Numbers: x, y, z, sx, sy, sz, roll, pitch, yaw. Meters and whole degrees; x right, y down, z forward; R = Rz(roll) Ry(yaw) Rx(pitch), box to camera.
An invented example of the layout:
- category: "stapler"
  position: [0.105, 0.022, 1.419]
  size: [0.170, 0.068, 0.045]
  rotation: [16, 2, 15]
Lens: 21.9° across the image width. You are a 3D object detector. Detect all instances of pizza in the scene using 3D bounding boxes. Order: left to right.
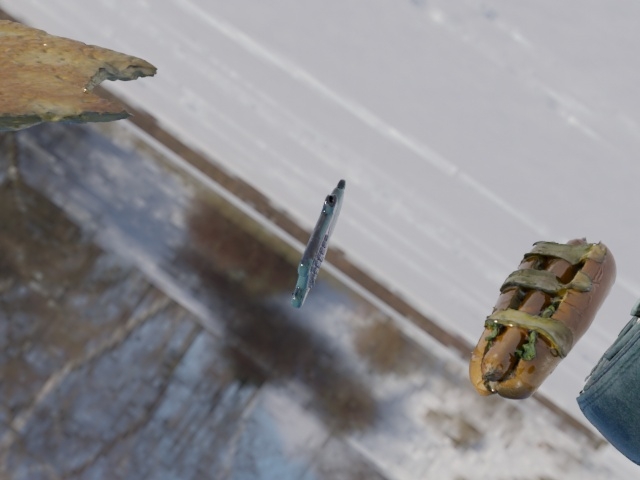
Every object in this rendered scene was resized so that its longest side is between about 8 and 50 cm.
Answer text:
- category: "pizza"
  position: [-0.269, -0.138, 1.401]
  size: [0.262, 0.034, 0.181]
  rotation: [2, -142, -8]

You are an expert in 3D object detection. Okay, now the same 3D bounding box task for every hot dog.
- category: "hot dog"
  position: [0.231, 0.077, 1.740]
  size: [0.109, 0.269, 0.072]
  rotation: [3, 124, 32]

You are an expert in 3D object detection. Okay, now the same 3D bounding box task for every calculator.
- category: "calculator"
  position: [0.000, 0.000, 1.645]
  size: [0.019, 0.141, 0.094]
  rotation: [18, 137, 5]

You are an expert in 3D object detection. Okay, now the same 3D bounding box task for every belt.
- category: "belt"
  position: [0.305, 0.069, 1.293]
  size: [0.116, 0.267, 0.206]
  rotation: [39, -150, 7]
